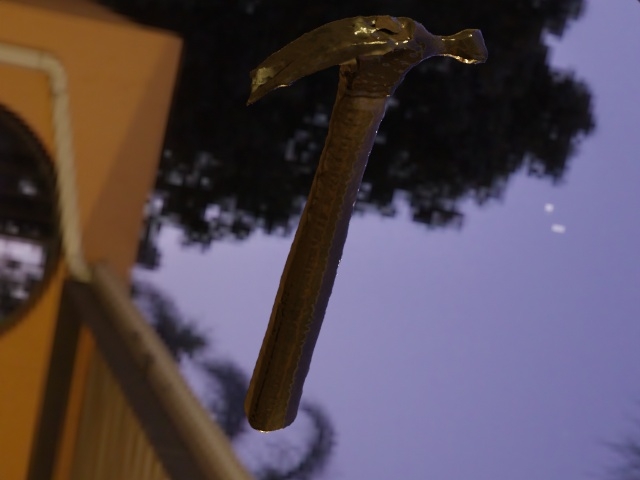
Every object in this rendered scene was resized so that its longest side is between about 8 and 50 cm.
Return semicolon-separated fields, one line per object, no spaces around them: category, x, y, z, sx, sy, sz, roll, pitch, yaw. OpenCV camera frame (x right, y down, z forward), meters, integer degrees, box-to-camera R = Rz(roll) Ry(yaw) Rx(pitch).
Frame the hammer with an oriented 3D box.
hammer;0.000;0.001;0.935;0.027;0.125;0.297;-109;-155;-44

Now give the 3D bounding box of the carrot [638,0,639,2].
carrot;0.149;-0.068;0.463;0.114;0.302;0.114;-31;-157;15
